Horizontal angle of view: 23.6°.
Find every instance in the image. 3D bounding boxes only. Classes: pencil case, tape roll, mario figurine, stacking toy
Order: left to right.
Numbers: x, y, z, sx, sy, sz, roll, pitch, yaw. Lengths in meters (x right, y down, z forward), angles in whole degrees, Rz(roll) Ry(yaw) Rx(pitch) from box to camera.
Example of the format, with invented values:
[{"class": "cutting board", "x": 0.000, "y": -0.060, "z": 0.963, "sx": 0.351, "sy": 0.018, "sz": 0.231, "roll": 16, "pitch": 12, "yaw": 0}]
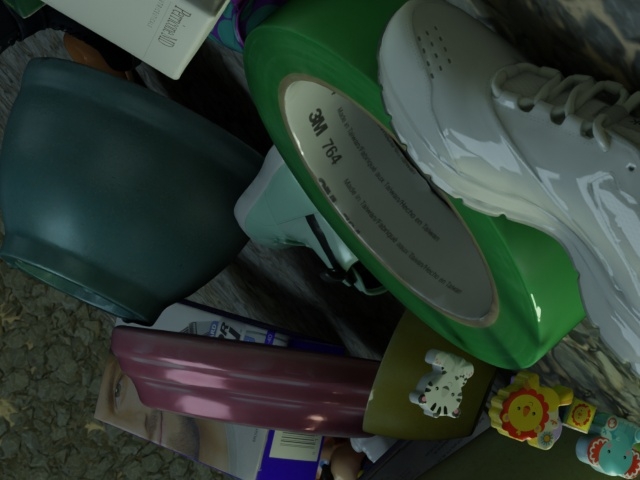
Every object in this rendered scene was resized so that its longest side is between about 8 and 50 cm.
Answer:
[{"class": "pencil case", "x": -0.078, "y": -0.193, "z": 1.252, "sx": 0.070, "sy": 0.064, "sz": 0.152, "roll": 43, "pitch": 172, "yaw": -38}, {"class": "mario figurine", "x": 0.060, "y": 0.318, "z": 1.866, "sx": 0.170, "sy": 0.198, "sz": 0.320, "roll": 21, "pitch": 177, "yaw": -34}, {"class": "tape roll", "x": 0.074, "y": -0.050, "z": 1.136, "sx": 0.321, "sy": 0.077, "sz": 0.321, "roll": 46, "pitch": 166, "yaw": 15}, {"class": "stacking toy", "x": 0.191, "y": 0.146, "z": 1.155, "sx": 0.221, "sy": 0.052, "sz": 0.167, "roll": 23, "pitch": 175, "yaw": -20}]

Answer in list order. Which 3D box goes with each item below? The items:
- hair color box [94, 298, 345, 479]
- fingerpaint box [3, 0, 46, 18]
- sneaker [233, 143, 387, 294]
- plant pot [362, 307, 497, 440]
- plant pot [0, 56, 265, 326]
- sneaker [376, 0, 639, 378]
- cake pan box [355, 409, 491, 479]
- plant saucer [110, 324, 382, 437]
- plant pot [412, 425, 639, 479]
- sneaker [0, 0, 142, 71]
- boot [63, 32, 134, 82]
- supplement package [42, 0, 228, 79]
[{"class": "hair color box", "x": -0.136, "y": 0.183, "z": 1.947, "sx": 0.110, "sy": 0.185, "sz": 0.339, "roll": 14, "pitch": 179, "yaw": -42}, {"class": "fingerpaint box", "x": -0.375, "y": -0.452, "z": 1.291, "sx": 0.445, "sy": 0.163, "sz": 0.371, "roll": 41, "pitch": 163, "yaw": 31}, {"class": "sneaker", "x": 0.000, "y": 0.000, "z": 1.406, "sx": 0.151, "sy": 0.094, "sz": 0.256, "roll": 59, "pitch": 165, "yaw": 10}, {"class": "plant pot", "x": 0.108, "y": 0.132, "z": 1.426, "sx": 0.095, "sy": 0.134, "sz": 0.134, "roll": 21, "pitch": 158, "yaw": 11}, {"class": "plant pot", "x": -0.211, "y": -0.032, "z": 1.575, "sx": 0.293, "sy": 0.196, "sz": 0.293, "roll": 24, "pitch": 169, "yaw": 5}, {"class": "sneaker", "x": 0.157, "y": -0.050, "z": 0.891, "sx": 0.297, "sy": 0.111, "sz": 0.129, "roll": 42, "pitch": 148, "yaw": 14}, {"class": "cake pan box", "x": 0.126, "y": 0.326, "z": 1.537, "sx": 0.246, "sy": 0.267, "sz": 0.070, "roll": 47, "pitch": 163, "yaw": 0}, {"class": "plant saucer", "x": -0.060, "y": 0.151, "z": 1.623, "sx": 0.332, "sy": 0.084, "sz": 0.332, "roll": 7, "pitch": 176, "yaw": 1}, {"class": "plant pot", "x": 0.154, "y": 0.314, "z": 1.344, "sx": 0.334, "sy": 0.305, "sz": 0.334, "roll": 46, "pitch": 165, "yaw": 15}, {"class": "sneaker", "x": -0.286, "y": -0.226, "z": 1.599, "sx": 0.086, "sy": 0.163, "sz": 0.226, "roll": 37, "pitch": 162, "yaw": 37}, {"class": "boot", "x": -0.274, "y": -0.142, "z": 1.781, "sx": 0.197, "sy": 0.152, "sz": 0.073, "roll": 50, "pitch": 166, "yaw": 1}, {"class": "supplement package", "x": -0.161, "y": -0.259, "z": 0.941, "sx": 0.293, "sy": 0.175, "sz": 0.177, "roll": 30, "pitch": 168, "yaw": -8}]
